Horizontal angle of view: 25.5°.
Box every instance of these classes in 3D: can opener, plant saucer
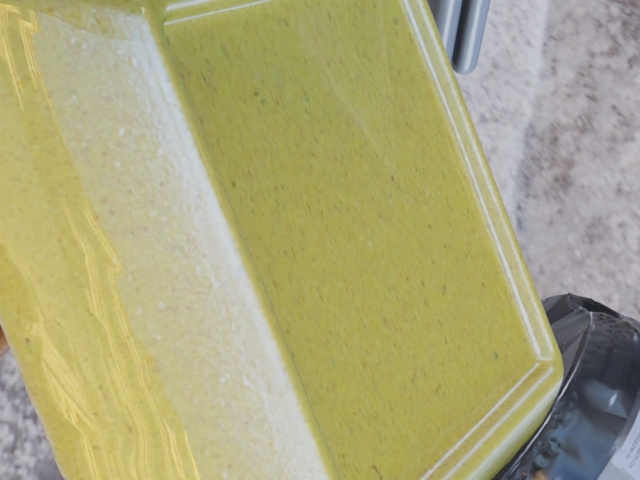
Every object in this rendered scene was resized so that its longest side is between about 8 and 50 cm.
[{"bbox_3d":[0.138,-0.280,1.452,0.074,0.093,0.280,-21,144,-17],"label":"can opener"},{"bbox_3d":[0.000,0.000,0.633,0.081,0.332,0.333,-19,96,31],"label":"plant saucer"}]

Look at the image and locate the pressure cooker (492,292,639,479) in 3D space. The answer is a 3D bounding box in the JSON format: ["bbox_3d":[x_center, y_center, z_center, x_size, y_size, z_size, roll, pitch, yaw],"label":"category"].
[{"bbox_3d":[0.202,0.296,0.980,0.420,0.375,0.370,44,82,-7],"label":"pressure cooker"}]

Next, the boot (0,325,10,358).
[{"bbox_3d":[-0.333,0.013,1.229,0.096,0.264,0.280,7,136,-45],"label":"boot"}]
